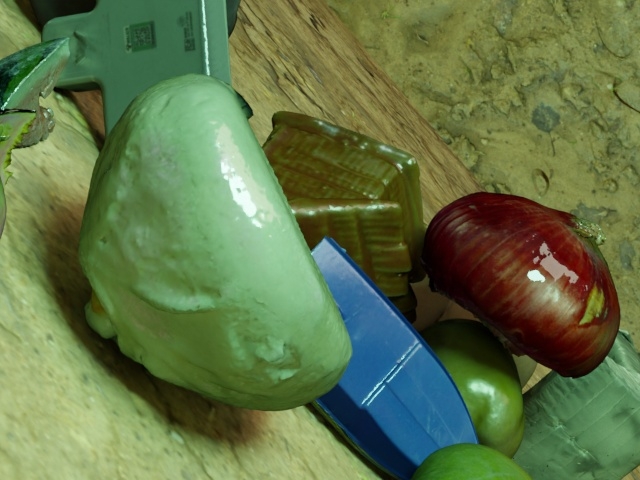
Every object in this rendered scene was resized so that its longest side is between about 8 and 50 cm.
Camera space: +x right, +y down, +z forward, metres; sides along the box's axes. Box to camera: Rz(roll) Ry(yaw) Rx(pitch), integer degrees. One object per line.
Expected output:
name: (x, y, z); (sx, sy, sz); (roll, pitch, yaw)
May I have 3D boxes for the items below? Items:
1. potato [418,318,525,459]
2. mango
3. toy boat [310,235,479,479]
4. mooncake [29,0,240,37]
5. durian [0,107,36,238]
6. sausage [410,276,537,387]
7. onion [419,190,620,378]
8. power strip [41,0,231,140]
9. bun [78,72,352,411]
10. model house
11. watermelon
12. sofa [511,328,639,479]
potato: (0.156, 0.168, 1.253); (0.154, 0.137, 0.200); (47, 14, -7)
mango: (0.130, 0.259, 0.996); (0.251, 0.114, 0.156); (-4, 75, -69)
toy boat: (0.058, 0.142, 1.115); (0.295, 0.129, 0.088); (48, -26, -8)
mooncake: (-0.194, -0.290, 1.246); (0.245, 0.245, 0.133); (44, 13, -14)
durian: (-0.261, -0.012, 0.706); (0.187, 0.119, 0.108); (-50, 136, -63)
sausage: (0.187, 0.114, 1.506); (0.253, 0.123, 0.123); (35, 20, -42)
onion: (0.212, 0.038, 1.213); (0.248, 0.161, 0.248); (21, 4, -2)
power strip: (-0.183, -0.192, 1.135); (0.059, 0.193, 0.265); (-3, 89, -68)
bun: (-0.098, 0.016, 0.899); (0.283, 0.179, 0.283); (156, -90, -90)
model house: (0.001, -0.001, 1.242); (0.219, 0.199, 0.229); (13, 34, 21)
watermelon: (-0.257, -0.125, 0.989); (0.080, 0.101, 0.155); (58, 24, -7)
sofa: (0.309, 0.201, 1.471); (0.176, 0.210, 0.225); (42, 20, -15)
